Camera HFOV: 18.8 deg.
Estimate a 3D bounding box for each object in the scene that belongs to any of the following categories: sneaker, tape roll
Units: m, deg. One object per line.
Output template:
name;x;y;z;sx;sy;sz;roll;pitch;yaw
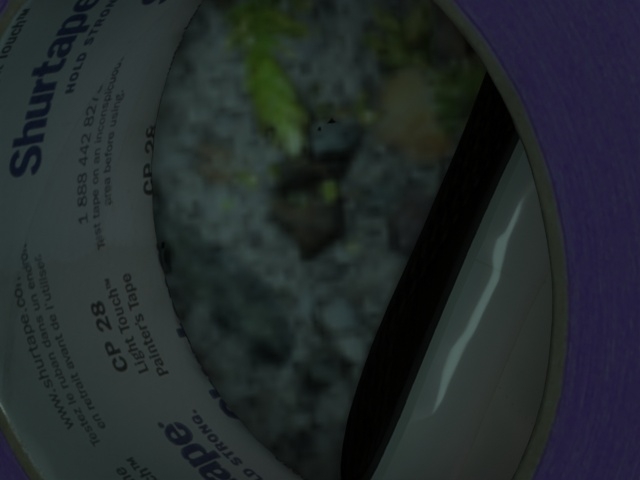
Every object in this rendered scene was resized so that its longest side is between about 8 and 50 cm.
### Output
sneaker;0.113;-0.032;0.588;0.123;0.106;0.290;20;108;-8
tape roll;0.000;0.000;0.514;0.274;0.090;0.275;8;104;34
